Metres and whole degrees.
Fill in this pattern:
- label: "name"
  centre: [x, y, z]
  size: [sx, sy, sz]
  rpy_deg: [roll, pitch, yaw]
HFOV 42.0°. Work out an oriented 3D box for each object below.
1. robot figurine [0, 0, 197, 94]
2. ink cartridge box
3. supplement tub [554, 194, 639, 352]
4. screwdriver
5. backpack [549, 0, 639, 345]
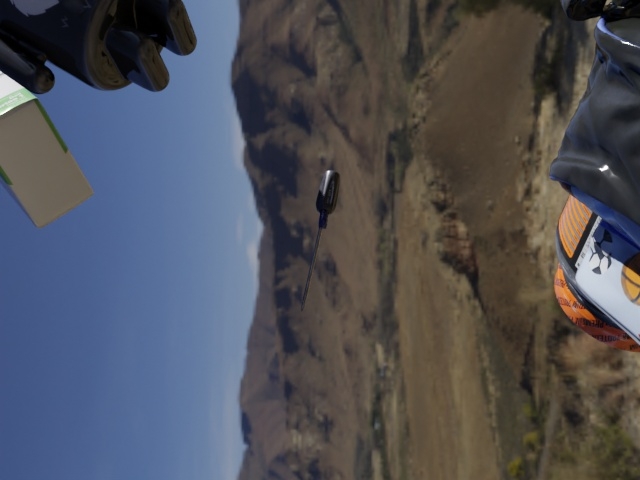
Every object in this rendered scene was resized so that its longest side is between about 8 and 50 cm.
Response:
- label: "robot figurine"
  centre: [-0.284, -0.286, 0.982]
  size: [0.209, 0.278, 0.174]
  rpy_deg: [-43, -21, -51]
- label: "ink cartridge box"
  centre: [-0.415, -0.136, 1.126]
  size: [0.219, 0.092, 0.160]
  rpy_deg: [36, 155, 47]
- label: "supplement tub"
  centre: [0.375, -0.048, 0.873]
  size: [0.207, 0.207, 0.338]
  rpy_deg: [-89, 5, -45]
- label: "screwdriver"
  centre: [0.000, 0.000, 0.946]
  size: [0.024, 0.025, 0.170]
  rpy_deg: [-9, 67, 50]
- label: "backpack"
  centre: [0.279, -0.015, 0.412]
  size: [0.276, 0.263, 0.213]
  rpy_deg: [-124, 34, -48]
